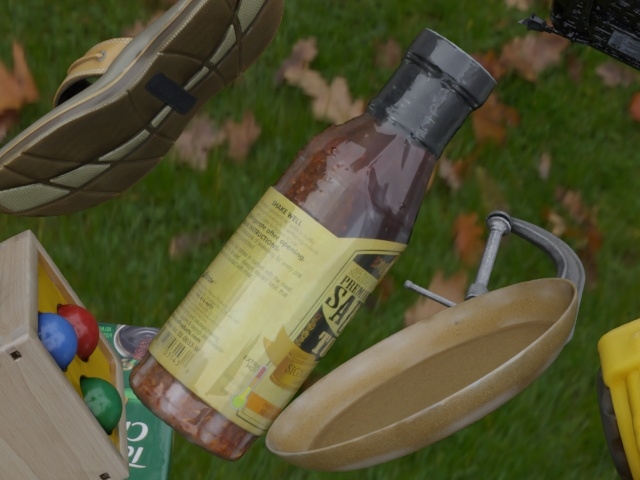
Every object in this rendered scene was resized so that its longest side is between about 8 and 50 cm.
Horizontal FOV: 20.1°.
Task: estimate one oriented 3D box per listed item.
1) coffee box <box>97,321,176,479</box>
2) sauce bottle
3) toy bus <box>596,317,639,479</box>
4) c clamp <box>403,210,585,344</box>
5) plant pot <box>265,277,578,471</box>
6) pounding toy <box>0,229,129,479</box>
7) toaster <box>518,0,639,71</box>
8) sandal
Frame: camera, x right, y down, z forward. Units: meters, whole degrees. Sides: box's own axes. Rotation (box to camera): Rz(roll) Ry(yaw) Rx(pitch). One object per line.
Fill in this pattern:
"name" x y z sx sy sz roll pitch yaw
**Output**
"coffee box" -0.168 0.144 1.415 0.113 0.040 0.184 6 46 -1
"sauce bottle" 0.000 0.000 0.493 0.042 0.042 0.128 38 93 11
"toy bus" 0.248 0.164 0.976 0.149 0.220 0.211 -14 49 16
"c clamp" 0.151 0.025 1.443 0.137 0.022 0.160 32 38 0
"plant pot" 0.074 0.096 1.227 0.236 0.236 0.032 -30 98 -21
"pounding toy" -0.205 0.042 1.157 0.094 0.206 0.181 -26 31 7
"toaster" 0.276 -0.210 1.451 0.186 0.168 0.110 27 71 6
"sandal" -0.097 -0.078 0.902 0.180 0.072 0.049 -43 53 4
